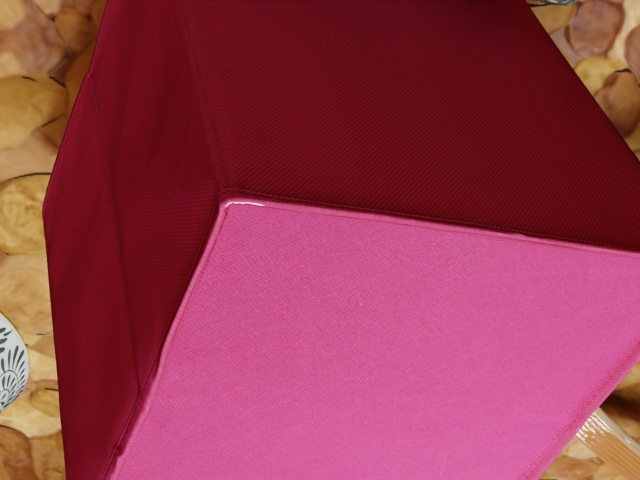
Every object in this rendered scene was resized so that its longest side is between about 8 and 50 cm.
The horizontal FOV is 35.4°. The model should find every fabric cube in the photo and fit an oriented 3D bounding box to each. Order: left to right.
[{"bbox_3d":[0.000,0.000,0.569,0.254,0.258,0.259,7,131,-27],"label":"fabric cube"}]

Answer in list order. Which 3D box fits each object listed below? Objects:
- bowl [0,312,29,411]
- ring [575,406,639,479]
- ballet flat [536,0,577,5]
[{"bbox_3d":[-0.332,0.118,0.819,0.170,0.080,0.170,0,128,1],"label":"bowl"},{"bbox_3d":[0.246,0.120,0.695,0.336,0.032,0.337,37,158,18],"label":"ring"},{"bbox_3d":[0.087,-0.332,0.417,0.182,0.164,0.483,18,133,18],"label":"ballet flat"}]
